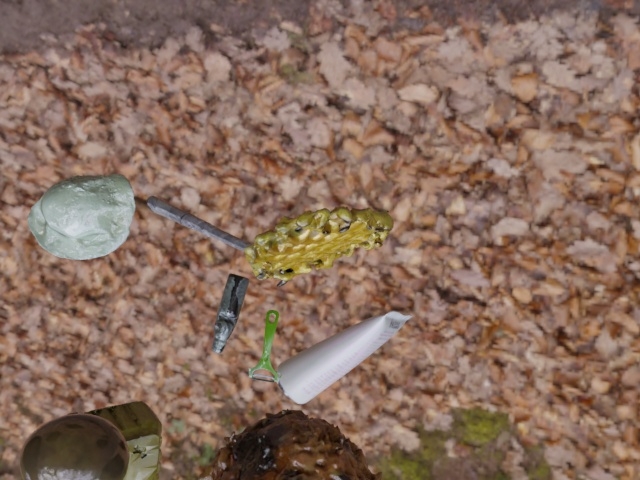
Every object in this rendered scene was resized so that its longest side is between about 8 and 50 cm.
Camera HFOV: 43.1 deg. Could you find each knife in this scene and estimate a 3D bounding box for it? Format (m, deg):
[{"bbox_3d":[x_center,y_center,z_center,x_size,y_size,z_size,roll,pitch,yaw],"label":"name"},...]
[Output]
[{"bbox_3d":[-0.118,0.244,1.873,0.078,0.166,0.022,9,-179,0],"label":"knife"}]

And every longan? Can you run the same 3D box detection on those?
[{"bbox_3d":[-0.426,0.379,1.418,0.185,0.159,0.204,7,-175,1],"label":"longan"}]

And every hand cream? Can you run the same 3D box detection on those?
[{"bbox_3d":[0.055,0.272,2.010,0.359,0.118,0.185,-35,158,13],"label":"hand cream"}]

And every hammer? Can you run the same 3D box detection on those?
[{"bbox_3d":[-0.219,-0.022,1.681,0.427,0.044,0.152,25,154,33],"label":"hammer"}]

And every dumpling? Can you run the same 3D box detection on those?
[{"bbox_3d":[-0.442,-0.050,1.481,0.219,0.152,0.108,-23,150,14],"label":"dumpling"}]

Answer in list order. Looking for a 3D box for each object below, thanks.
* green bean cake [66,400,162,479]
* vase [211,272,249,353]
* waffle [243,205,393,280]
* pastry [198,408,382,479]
[{"bbox_3d":[-0.493,0.511,1.898,0.236,0.232,0.124,-7,-151,-37],"label":"green bean cake"},{"bbox_3d":[-0.242,0.194,2.128,0.060,0.211,0.060,15,174,2],"label":"vase"},{"bbox_3d":[0.001,0.003,1.417,0.281,0.060,0.262,-14,165,-13],"label":"waffle"},{"bbox_3d":[-0.050,0.464,1.417,0.337,0.405,0.292,-39,109,16],"label":"pastry"}]
